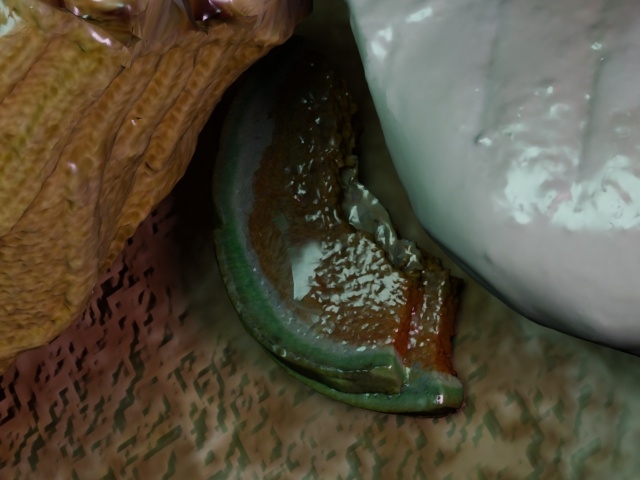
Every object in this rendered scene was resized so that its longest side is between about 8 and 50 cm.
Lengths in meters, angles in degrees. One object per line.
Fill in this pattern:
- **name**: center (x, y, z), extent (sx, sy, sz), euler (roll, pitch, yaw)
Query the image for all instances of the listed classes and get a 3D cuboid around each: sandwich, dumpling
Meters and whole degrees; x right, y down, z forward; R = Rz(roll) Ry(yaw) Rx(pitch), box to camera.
- **sandwich**: center (-0.001, 0.002, 0.589), extent (0.067, 0.029, 0.135), euler (-33, 62, 11)
- **dumpling**: center (0.098, -0.038, 0.523), extent (0.150, 0.092, 0.176), euler (-43, 56, 1)

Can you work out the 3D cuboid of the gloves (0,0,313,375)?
- **gloves**: center (-0.146, -0.032, 0.595), extent (0.356, 0.155, 0.203), euler (-23, 55, 32)
